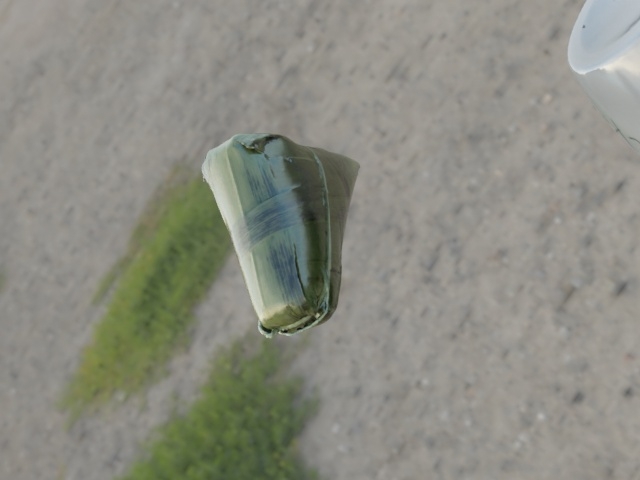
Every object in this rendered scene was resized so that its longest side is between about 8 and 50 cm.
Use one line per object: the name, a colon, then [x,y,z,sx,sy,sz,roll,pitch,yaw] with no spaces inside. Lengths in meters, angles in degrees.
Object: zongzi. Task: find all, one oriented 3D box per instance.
zongzi: [0.000,0.000,0.777,0.052,0.113,0.104,-27,70,32]

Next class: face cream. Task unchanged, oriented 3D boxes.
face cream: [0.179,-0.085,0.699,0.117,0.104,0.117,-51,17,22]
